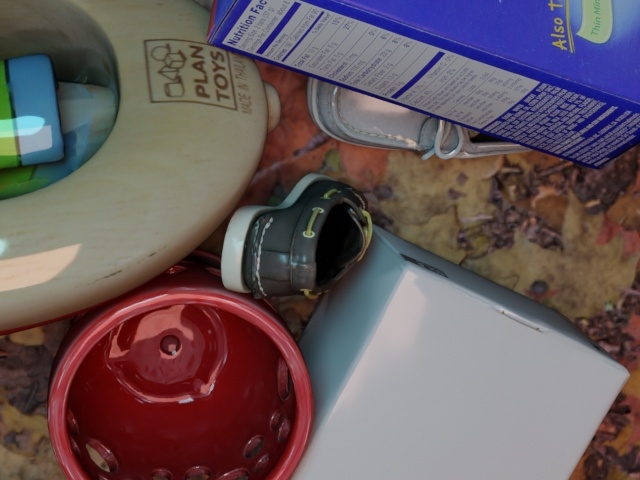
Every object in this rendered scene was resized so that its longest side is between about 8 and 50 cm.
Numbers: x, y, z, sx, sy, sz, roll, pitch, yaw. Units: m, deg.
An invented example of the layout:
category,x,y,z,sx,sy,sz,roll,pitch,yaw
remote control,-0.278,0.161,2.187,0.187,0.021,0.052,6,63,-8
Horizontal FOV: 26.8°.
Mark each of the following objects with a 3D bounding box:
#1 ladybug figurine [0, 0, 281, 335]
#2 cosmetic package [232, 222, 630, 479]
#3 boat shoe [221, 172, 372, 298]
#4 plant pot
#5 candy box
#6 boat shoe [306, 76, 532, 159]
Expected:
category,x,y,z,sx,sy,sz,roll,pitch,yaw
ladybug figurine,-0.249,-0.055,0.926,0.449,0.305,0.162,-4,147,-9
cosmetic package,0.052,0.204,1.101,0.217,0.156,0.385,27,96,-17
boat shoe,0.000,0.000,0.999,0.068,0.227,0.081,9,104,18
plant pot,-0.113,0.103,1.027,0.191,0.174,0.191,-3,105,-12
candy box,0.099,-0.225,0.951,0.317,0.122,0.268,17,66,-17
boat shoe,0.150,-0.123,1.061,0.320,0.103,0.118,0,104,-12
